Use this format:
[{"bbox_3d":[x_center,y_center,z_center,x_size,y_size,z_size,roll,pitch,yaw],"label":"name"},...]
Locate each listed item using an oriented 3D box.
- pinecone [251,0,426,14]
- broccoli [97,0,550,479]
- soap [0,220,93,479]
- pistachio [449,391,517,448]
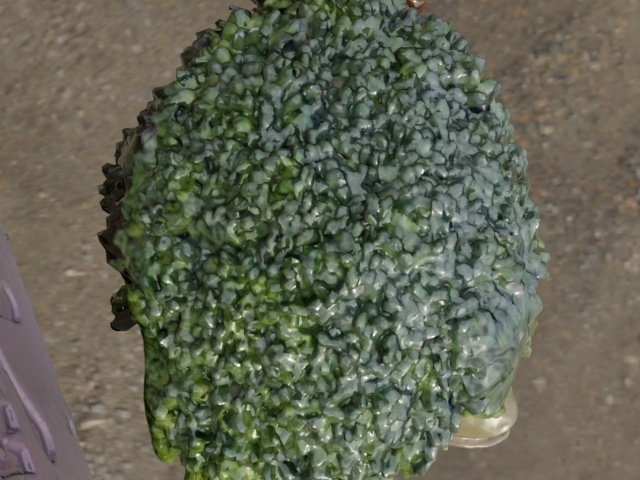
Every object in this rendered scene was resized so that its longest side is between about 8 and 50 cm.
[{"bbox_3d":[0.008,-0.213,1.169,0.173,0.173,0.174,4,84,-35],"label":"pinecone"},{"bbox_3d":[0.000,-0.002,0.616,0.197,0.176,0.226,-9,53,-14],"label":"broccoli"},{"bbox_3d":[-0.245,0.111,0.884,0.107,0.285,0.296,-22,83,2],"label":"soap"},{"bbox_3d":[0.119,0.150,1.446,0.185,0.124,0.124,31,62,16],"label":"pistachio"}]
